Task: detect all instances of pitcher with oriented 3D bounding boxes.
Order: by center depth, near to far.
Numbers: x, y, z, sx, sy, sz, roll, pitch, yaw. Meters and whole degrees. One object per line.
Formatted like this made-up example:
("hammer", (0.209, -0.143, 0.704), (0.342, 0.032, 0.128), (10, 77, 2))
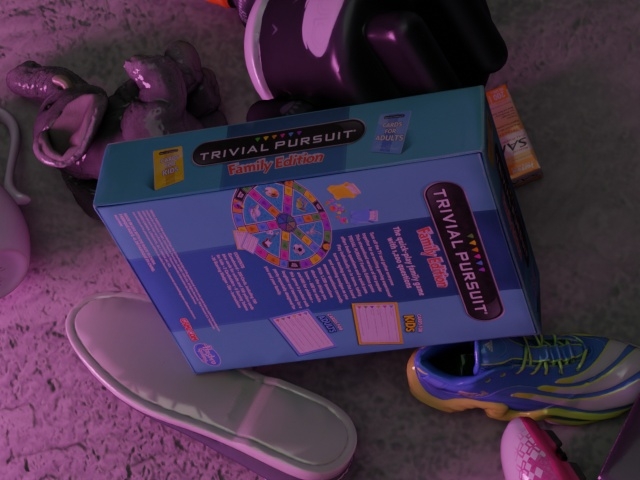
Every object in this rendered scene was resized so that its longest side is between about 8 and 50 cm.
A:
("pitcher", (-0.367, -0.044, 1.659), (0.178, 0.125, 0.207), (-31, 60, -15))

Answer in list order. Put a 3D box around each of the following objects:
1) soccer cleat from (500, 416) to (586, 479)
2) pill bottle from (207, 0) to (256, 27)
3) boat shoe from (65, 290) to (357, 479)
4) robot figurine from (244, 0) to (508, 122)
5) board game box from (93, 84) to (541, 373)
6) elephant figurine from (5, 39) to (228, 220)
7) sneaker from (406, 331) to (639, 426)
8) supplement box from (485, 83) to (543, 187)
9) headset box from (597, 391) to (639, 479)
("soccer cleat", (0.218, 0.325, 1.441), (0.143, 0.116, 0.331), (-27, 72, 2))
("pill bottle", (0.002, -0.260, 1.631), (0.246, 0.130, 0.130), (17, 79, 14))
("boat shoe", (-0.113, 0.159, 1.553), (0.319, 0.099, 0.116), (27, 57, 14))
("robot figurine", (0.046, -0.175, 1.432), (0.209, 0.278, 0.173), (-1, 95, -31))
("board game box", (0.006, 0.000, 1.400), (0.336, 0.254, 0.079), (-8, 49, 15))
("elephant figurine", (-0.226, -0.105, 1.638), (0.239, 0.186, 0.169), (-11, 110, 18))
("sneaker", (0.196, 0.125, 1.493), (0.240, 0.126, 0.091), (-4, 75, 10))
("supplement box", (0.179, -0.100, 1.604), (0.062, 0.036, 0.098), (-22, 73, 5))
("headset box", (0.416, 0.172, 1.426), (0.246, 0.131, 0.283), (24, 80, 21))
